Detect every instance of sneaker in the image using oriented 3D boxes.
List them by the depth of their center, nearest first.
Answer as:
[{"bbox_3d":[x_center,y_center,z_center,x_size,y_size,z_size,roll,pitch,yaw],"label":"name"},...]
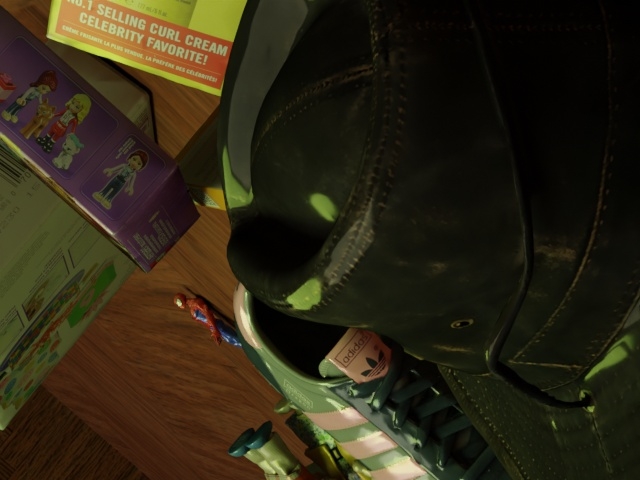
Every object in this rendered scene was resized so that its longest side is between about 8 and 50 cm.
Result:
[{"bbox_3d":[0.056,0.124,1.324,0.319,0.112,0.131,31,166,21],"label":"sneaker"}]

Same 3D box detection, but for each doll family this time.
[{"bbox_3d":[0.053,0.199,1.593,0.163,0.118,0.263,49,144,-14],"label":"doll family"}]

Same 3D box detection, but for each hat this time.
[{"bbox_3d":[0.035,-0.028,0.621,0.331,0.134,0.331,175,90,-75],"label":"hat"}]

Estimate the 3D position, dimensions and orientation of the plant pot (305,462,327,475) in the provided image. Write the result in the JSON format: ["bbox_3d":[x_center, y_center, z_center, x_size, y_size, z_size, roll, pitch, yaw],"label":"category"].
[{"bbox_3d":[0.017,0.370,1.808,0.235,0.293,0.293,51,168,16],"label":"plant pot"}]

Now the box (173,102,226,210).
[{"bbox_3d":[-0.042,-0.056,1.096,0.028,0.081,0.136,47,163,-29],"label":"box"}]

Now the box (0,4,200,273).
[{"bbox_3d":[-0.202,-0.105,1.032,0.293,0.057,0.201,42,174,5],"label":"box"}]

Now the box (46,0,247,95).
[{"bbox_3d":[-0.046,-0.162,0.665,0.087,0.058,0.232,19,141,-4],"label":"box"}]

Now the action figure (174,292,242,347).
[{"bbox_3d":[-0.100,0.090,1.733,0.115,0.030,0.038,39,169,7],"label":"action figure"}]

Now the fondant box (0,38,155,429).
[{"bbox_3d":[-0.238,0.004,1.408,0.096,0.238,0.330,35,164,9],"label":"fondant box"}]
